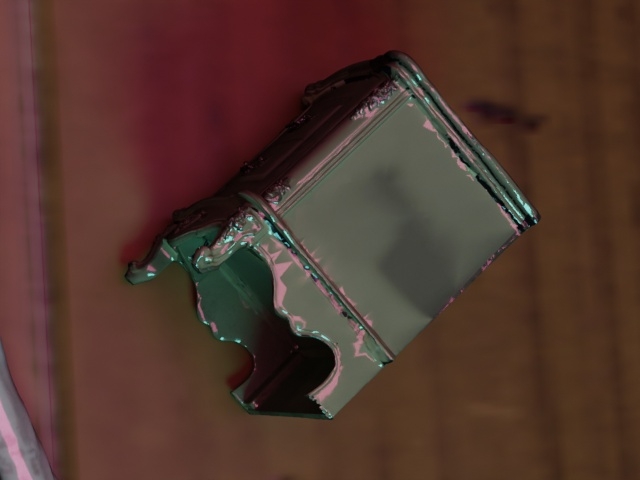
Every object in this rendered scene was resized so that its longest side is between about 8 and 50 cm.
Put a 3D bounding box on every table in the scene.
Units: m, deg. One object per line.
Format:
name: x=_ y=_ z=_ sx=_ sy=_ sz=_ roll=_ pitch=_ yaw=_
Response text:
table: x=0.000 y=0.000 z=0.563 sx=0.083 sy=0.079 sz=0.062 roll=-44 pitch=101 yaw=-17

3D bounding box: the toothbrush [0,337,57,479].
toothbrush: x=-0.086 y=0.065 z=0.553 sx=0.029 sy=0.025 sz=0.307 roll=-20 pitch=91 yaw=-13
